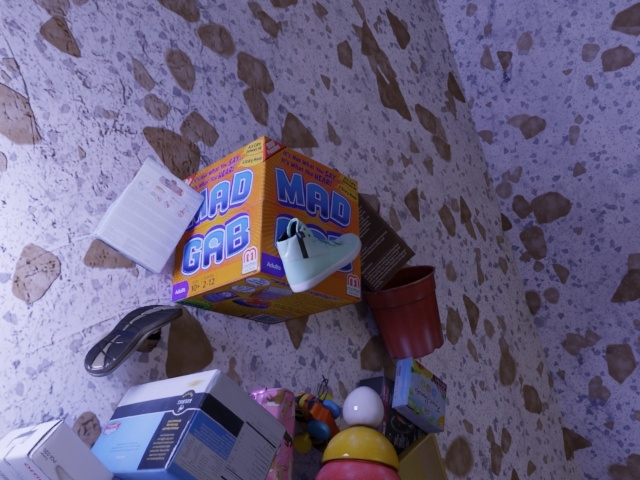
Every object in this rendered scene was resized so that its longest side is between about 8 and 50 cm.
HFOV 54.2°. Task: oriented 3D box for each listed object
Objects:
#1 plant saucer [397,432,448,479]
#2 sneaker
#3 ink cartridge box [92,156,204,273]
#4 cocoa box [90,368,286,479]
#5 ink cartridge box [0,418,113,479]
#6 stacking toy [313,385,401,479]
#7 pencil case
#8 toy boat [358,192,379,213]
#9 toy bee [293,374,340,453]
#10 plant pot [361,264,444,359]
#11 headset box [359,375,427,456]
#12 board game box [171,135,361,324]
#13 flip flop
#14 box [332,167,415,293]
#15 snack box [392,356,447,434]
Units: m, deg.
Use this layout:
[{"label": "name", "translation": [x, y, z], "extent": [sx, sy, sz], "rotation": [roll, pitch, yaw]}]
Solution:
[{"label": "plant saucer", "translation": [0.254, 0.803, 1.920], "extent": [0.332, 0.081, 0.333], "rotation": [-31, 112, -33]}, {"label": "sneaker", "translation": [0.000, 0.000, 1.488], "extent": [0.256, 0.094, 0.151], "rotation": [-35, 109, -46]}, {"label": "ink cartridge box", "translation": [-0.427, -0.060, 1.570], "extent": [0.189, 0.066, 0.232], "rotation": [38, 66, -31]}, {"label": "cocoa box", "translation": [-0.295, 0.448, 1.331], "extent": [0.231, 0.347, 0.228], "rotation": [48, 45, -25]}, {"label": "ink cartridge box", "translation": [-0.520, 0.434, 1.184], "extent": [0.159, 0.217, 0.092], "rotation": [56, 42, -16]}, {"label": "stacking toy", "translation": [0.104, 0.629, 1.675], "extent": [0.350, 0.350, 0.480], "rotation": [35, 47, -34]}, {"label": "pencil case", "translation": [-0.147, 0.575, 1.593], "extent": [0.167, 0.160, 0.386], "rotation": [11, 65, -22]}, {"label": "toy boat", "translation": [0.129, -0.057, 2.209], "extent": [0.151, 0.151, 0.231], "rotation": [75, 28, -45]}, {"label": "toy bee", "translation": [-0.026, 0.490, 1.796], "extent": [0.195, 0.162, 0.298], "rotation": [-31, 122, -58]}, {"label": "plant pot", "translation": [0.297, 0.254, 2.167], "extent": [0.272, 0.272, 0.265], "rotation": [-25, 101, -50]}, {"label": "headset box", "translation": [0.228, 0.588, 2.044], "extent": [0.293, 0.110, 0.218], "rotation": [34, 51, -35]}, {"label": "board game box", "translation": [-0.140, -0.003, 1.688], "extent": [0.356, 0.356, 0.356], "rotation": [21, 60, -42]}, {"label": "flip flop", "translation": [-0.432, 0.237, 1.468], "extent": [0.277, 0.112, 0.080], "rotation": [-48, 137, -49]}, {"label": "box", "translation": [0.099, -0.027, 2.014], "extent": [0.191, 0.143, 0.381], "rotation": [-44, 96, -7]}, {"label": "snack box", "translation": [0.328, 0.510, 2.050], "extent": [0.207, 0.070, 0.175], "rotation": [40, 44, -28]}]
